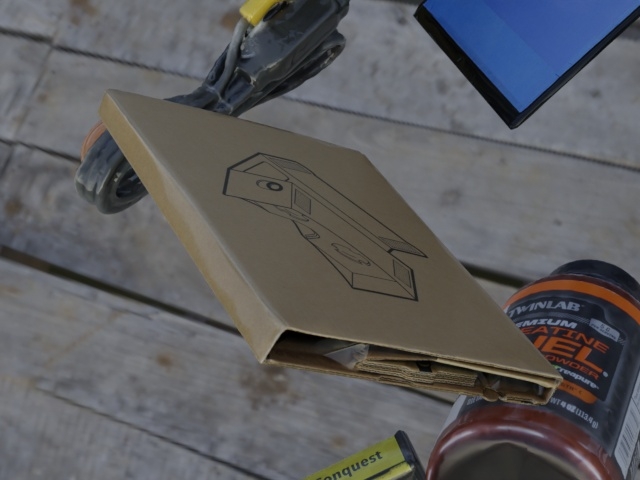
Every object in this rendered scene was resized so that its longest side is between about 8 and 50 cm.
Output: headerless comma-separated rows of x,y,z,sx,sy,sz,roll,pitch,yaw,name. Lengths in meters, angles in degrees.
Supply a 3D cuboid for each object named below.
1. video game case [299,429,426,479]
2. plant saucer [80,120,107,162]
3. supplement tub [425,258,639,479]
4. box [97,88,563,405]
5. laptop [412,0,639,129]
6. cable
-0.009,0.271,0.862,0.248,0.275,0.035,-26,34,1,video game case
-0.207,-0.093,1.391,0.084,0.013,0.083,-4,68,9,plant saucer
0.135,0.088,0.764,0.106,0.198,0.106,11,123,17,supplement tub
0.000,0.000,0.633,0.021,0.164,0.201,-60,41,21,box
0.152,-0.252,0.938,0.137,0.264,0.234,-12,31,-9,laptop
-0.070,-0.119,0.952,0.072,0.139,0.287,43,70,14,cable
